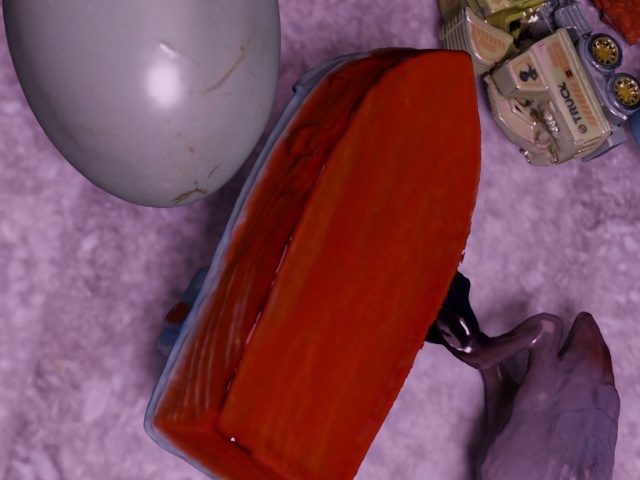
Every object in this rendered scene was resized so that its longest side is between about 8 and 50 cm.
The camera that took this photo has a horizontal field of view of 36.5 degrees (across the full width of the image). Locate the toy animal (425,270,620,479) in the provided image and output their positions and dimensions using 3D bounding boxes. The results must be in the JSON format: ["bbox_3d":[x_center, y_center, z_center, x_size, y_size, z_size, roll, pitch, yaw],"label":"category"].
[{"bbox_3d":[0.142,0.159,0.655,0.195,0.090,0.324,-9,66,-20],"label":"toy animal"}]

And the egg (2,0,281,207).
[{"bbox_3d":[-0.108,-0.133,0.602,0.168,0.168,0.231,-6,80,-25],"label":"egg"}]

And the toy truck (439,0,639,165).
[{"bbox_3d":[0.163,-0.145,0.772,0.116,0.085,0.191,-24,85,-23],"label":"toy truck"}]

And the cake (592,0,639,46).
[{"bbox_3d":[0.248,-0.321,0.824,0.262,0.159,0.158,41,65,-4],"label":"cake"}]

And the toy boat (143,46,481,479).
[{"bbox_3d":[0.000,0.000,0.618,0.145,0.133,0.332,42,62,-29],"label":"toy boat"}]

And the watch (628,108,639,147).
[{"bbox_3d":[0.365,-0.091,0.803,0.193,0.211,0.211,41,60,15],"label":"watch"}]
